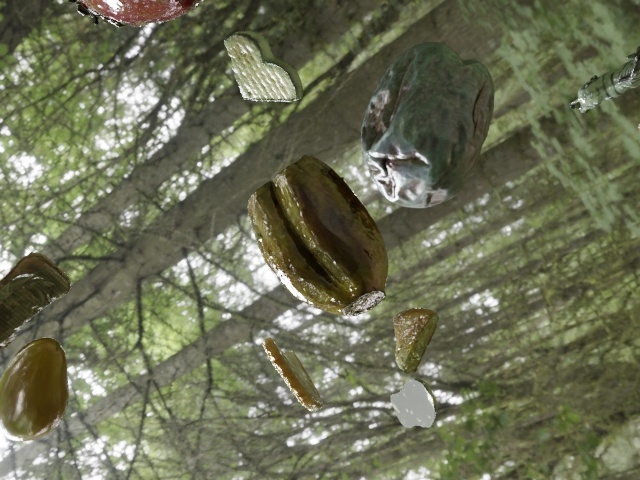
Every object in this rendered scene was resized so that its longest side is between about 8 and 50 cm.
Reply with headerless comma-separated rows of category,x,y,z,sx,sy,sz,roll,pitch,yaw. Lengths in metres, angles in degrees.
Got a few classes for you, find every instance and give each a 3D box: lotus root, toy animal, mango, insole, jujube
lotus root,-0.006,0.002,1.170,0.291,0.193,0.193,54,-151,14
toy animal,0.608,-0.332,1.444,0.176,0.217,0.073,-25,-97,-52
mango,-0.544,0.288,1.329,0.138,0.253,0.113,36,-155,10
insole,0.155,0.275,1.158,0.248,0.011,0.081,110,136,-70
jujube,0.203,-0.209,1.304,0.215,0.246,0.307,27,-100,-26

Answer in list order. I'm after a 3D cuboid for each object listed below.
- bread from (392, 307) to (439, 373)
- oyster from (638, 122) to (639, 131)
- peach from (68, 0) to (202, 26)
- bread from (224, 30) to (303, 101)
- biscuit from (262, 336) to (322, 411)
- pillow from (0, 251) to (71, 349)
bread,0.207,0.194,1.503,0.054,0.136,0.154,17,-134,-26
oyster,0.588,-0.121,0.950,0.396,0.204,0.110,16,-89,-25
peach,-0.417,-0.662,1.513,0.339,0.417,0.353,-29,-58,-26
bread,-0.135,-0.393,1.660,0.232,0.172,0.064,43,-130,9
biscuit,-0.067,0.356,1.813,0.204,0.040,0.309,55,179,19
pillow,-0.617,0.120,1.411,0.034,0.211,0.135,38,168,48
